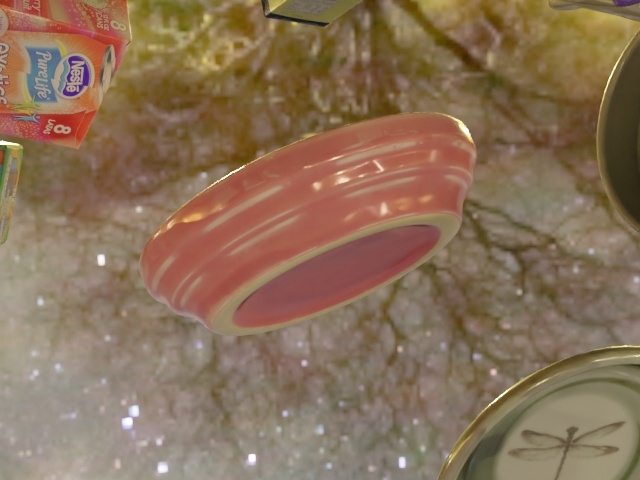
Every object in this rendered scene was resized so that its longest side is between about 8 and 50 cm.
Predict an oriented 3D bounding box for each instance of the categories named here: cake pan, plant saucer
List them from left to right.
[{"bbox_3d":[0.000,0.000,1.134,0.332,0.084,0.332,-21,164,-6],"label":"plant saucer"},{"bbox_3d":[0.315,0.280,1.547,0.400,0.400,0.100,-6,-149,-15],"label":"plant saucer"},{"bbox_3d":[0.422,-0.132,1.310,0.054,0.293,0.293,12,-176,-34],"label":"cake pan"}]

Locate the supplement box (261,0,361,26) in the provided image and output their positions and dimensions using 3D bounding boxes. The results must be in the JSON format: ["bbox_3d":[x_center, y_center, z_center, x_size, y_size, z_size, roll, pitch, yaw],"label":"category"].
[{"bbox_3d":[0.000,-0.206,0.851,0.056,0.083,0.083,1,163,-40],"label":"supplement box"}]

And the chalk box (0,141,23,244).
[{"bbox_3d":[-0.440,-0.062,1.460,0.132,0.132,0.213,10,-178,-9],"label":"chalk box"}]

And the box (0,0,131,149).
[{"bbox_3d":[-0.273,-0.245,1.110,0.154,0.142,0.300,10,-134,-27],"label":"box"}]

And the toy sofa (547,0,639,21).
[{"bbox_3d":[0.267,-0.247,0.652,0.177,0.150,0.362,1,168,-42],"label":"toy sofa"}]
